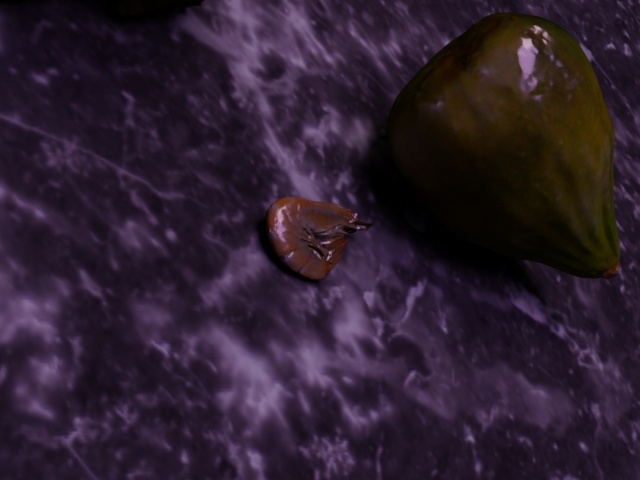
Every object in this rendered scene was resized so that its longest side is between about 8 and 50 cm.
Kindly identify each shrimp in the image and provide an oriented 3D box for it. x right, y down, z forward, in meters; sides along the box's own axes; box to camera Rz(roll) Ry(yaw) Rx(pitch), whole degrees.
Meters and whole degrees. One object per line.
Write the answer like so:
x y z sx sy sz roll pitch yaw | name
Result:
0.000 0.000 1.040 0.108 0.023 0.059 7 66 -48 | shrimp

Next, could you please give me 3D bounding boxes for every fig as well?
0.148 -0.073 1.167 0.233 0.167 0.167 50 27 -51 | fig

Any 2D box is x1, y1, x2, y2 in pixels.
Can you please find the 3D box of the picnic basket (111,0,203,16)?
-0.143 -0.242 1.038 0.110 0.055 0.193 -24 82 -54 | picnic basket
